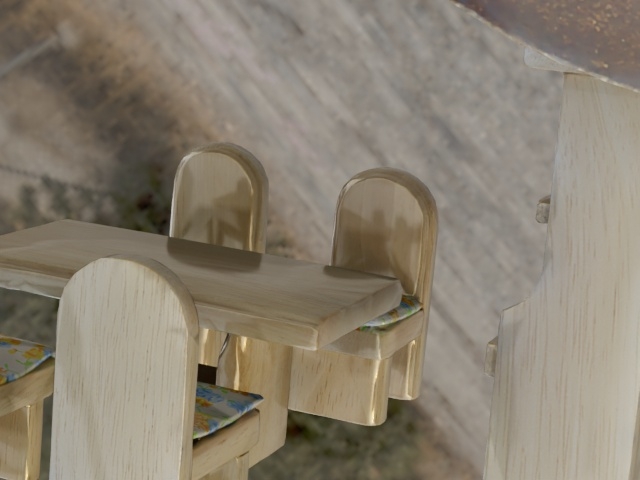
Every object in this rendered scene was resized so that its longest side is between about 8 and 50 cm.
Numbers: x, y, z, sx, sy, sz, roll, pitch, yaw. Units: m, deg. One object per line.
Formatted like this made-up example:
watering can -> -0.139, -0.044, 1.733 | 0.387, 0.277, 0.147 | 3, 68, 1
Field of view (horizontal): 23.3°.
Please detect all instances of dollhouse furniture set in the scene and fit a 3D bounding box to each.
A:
dollhouse furniture set -> 0.000, 0.000, 0.514 | 0.242, 0.161, 0.212 | 10, -167, 22

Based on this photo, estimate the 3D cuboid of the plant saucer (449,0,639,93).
plant saucer -> 0.126, -0.179, 0.379 | 0.310, 0.310, 0.050 | 48, 169, 14
